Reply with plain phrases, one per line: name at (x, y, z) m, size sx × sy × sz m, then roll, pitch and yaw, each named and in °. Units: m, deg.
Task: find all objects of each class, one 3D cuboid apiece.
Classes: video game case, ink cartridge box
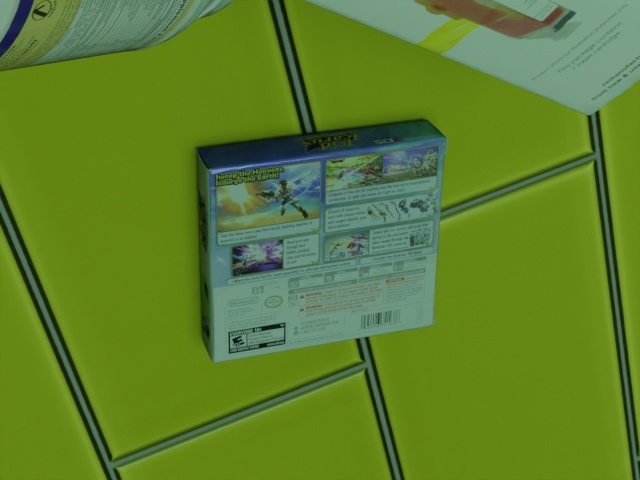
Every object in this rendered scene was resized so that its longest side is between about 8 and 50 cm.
video game case at (0.000, 0.000, 1.493) m, size 0.270 × 0.061 × 0.244 m, roll -8°, pitch 122°, yaw -17°
ink cartridge box at (0.132, -0.305, 1.188) m, size 0.385 × 0.279 × 0.160 m, roll 15°, pitch 139°, yaw -39°

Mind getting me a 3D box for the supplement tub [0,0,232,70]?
supplement tub at (-0.222, -0.264, 1.083) m, size 0.331 × 0.241 × 0.241 m, roll -22°, pitch 132°, yaw -52°
